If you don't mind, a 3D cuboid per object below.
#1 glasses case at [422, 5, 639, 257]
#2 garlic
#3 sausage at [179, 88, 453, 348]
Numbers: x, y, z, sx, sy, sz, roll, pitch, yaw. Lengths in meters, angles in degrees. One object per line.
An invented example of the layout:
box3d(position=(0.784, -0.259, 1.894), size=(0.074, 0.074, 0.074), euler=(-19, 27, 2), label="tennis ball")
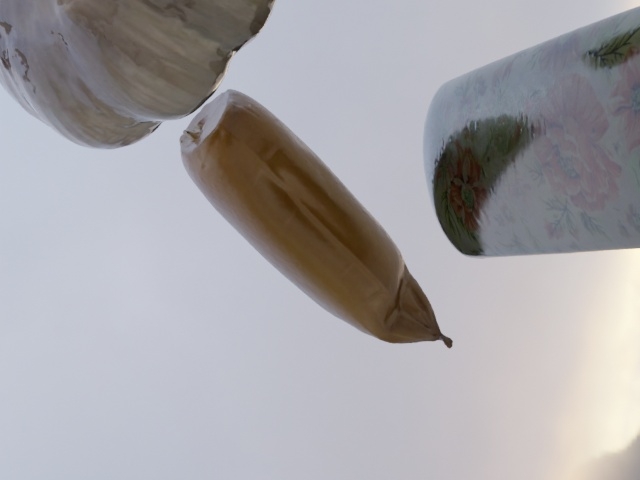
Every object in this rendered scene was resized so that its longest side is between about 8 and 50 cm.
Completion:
box3d(position=(0.184, -0.069, 0.925), size=(0.425, 0.098, 0.157), euler=(173, 89, -72), label="glasses case")
box3d(position=(-0.154, -0.173, 0.760), size=(0.212, 0.218, 0.219), euler=(21, -105, -53), label="garlic")
box3d(position=(0.002, -0.003, 1.181), size=(0.328, 0.112, 0.112), euler=(44, -137, -19), label="sausage")
